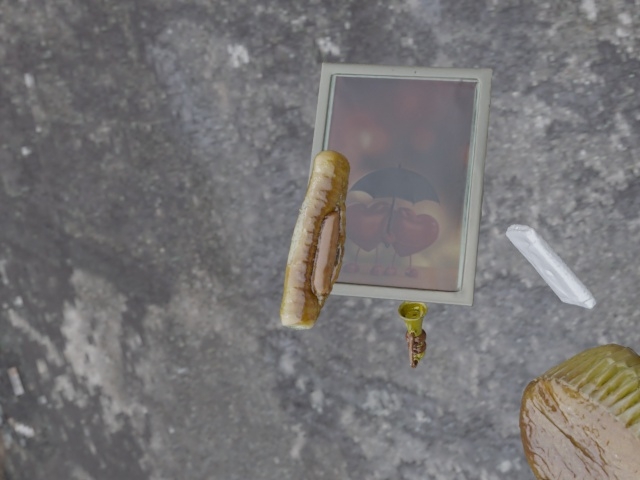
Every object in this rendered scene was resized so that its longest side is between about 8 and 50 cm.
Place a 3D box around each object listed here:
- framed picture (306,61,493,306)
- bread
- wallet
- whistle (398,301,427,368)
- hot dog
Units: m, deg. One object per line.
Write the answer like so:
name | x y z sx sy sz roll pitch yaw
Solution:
framed picture | 0.089 -0.071 1.338 0.211 0.020 0.289 4 77 12
bread | 0.378 0.266 1.454 0.253 0.142 0.227 44 146 33
wallet | 0.396 0.046 1.951 0.183 0.032 0.124 47 174 -13
whistle | 0.151 0.153 1.761 0.057 0.046 0.109 -118 15 -56
hot dog | 0.000 0.000 0.841 0.028 0.044 0.137 4 77 40
